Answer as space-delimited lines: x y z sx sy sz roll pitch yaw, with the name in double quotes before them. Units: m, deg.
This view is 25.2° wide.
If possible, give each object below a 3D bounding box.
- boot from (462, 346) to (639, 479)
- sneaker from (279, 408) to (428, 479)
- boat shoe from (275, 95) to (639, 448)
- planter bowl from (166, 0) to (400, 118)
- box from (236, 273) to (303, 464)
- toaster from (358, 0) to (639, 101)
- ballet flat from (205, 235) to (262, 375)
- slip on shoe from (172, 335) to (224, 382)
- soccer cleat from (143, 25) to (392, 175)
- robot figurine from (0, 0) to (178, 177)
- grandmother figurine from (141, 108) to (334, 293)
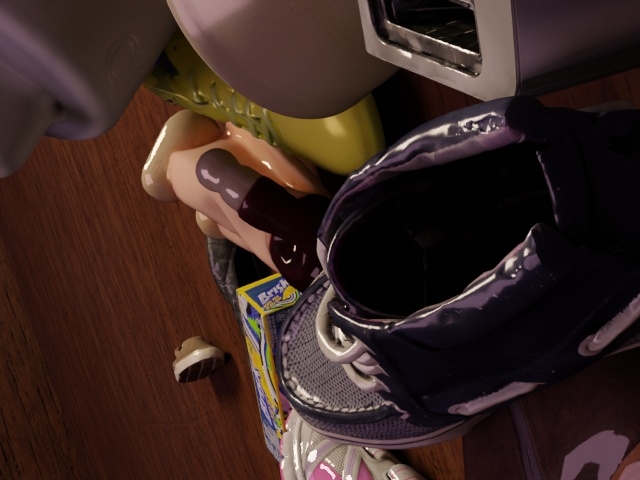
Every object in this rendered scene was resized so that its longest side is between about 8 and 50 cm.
"boot" 0.106 0.133 0.753 0.248 0.090 0.206 -49 52 33
"sneaker" 0.046 0.207 1.076 0.103 0.111 0.252 43 -154 -47
"boat shoe" 0.040 0.019 0.644 0.340 0.158 0.127 -31 63 49
"planter bowl" 0.009 -0.157 0.742 0.109 0.162 0.162 -25 85 45
"box" -0.023 0.111 1.205 0.054 0.059 0.168 41 146 52
"toaster" 0.081 -0.153 0.590 0.186 0.110 0.168 36 142 58
"ballet flat" -0.057 0.048 1.278 0.049 0.057 0.173 -22 90 30
"slip on shoe" -0.134 0.123 1.540 0.135 0.051 0.041 125 134 -74
"soccer cleat" -0.051 -0.104 0.972 0.289 0.121 0.093 42 147 52
"robot figurine" -0.168 -0.207 0.927 0.200 0.353 0.300 37 162 -25
"grandmother figurine" 0.000 0.000 0.954 0.342 0.208 0.104 31 93 50
